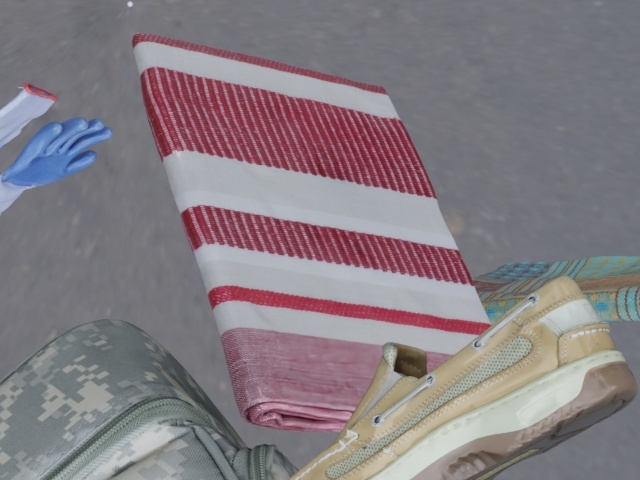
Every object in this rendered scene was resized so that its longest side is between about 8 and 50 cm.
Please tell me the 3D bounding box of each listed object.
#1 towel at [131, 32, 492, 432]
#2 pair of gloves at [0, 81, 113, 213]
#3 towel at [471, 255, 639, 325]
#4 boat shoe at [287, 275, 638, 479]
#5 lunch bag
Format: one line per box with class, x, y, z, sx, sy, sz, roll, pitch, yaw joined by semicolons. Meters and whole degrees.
towel;0.000;0.000;1.376;0.237;0.329;0.037;10;135;-36
pair of gloves;-0.289;-0.079;1.831;0.159;0.198;0.023;-37;67;13
towel;0.270;0.033;1.613;0.370;0.271;0.040;-5;94;27
boat shoe;0.044;0.078;0.858;0.190;0.068;0.072;-30;73;18
lunch bag;-0.062;0.229;1.022;0.212;0.256;0.305;-39;133;-7
